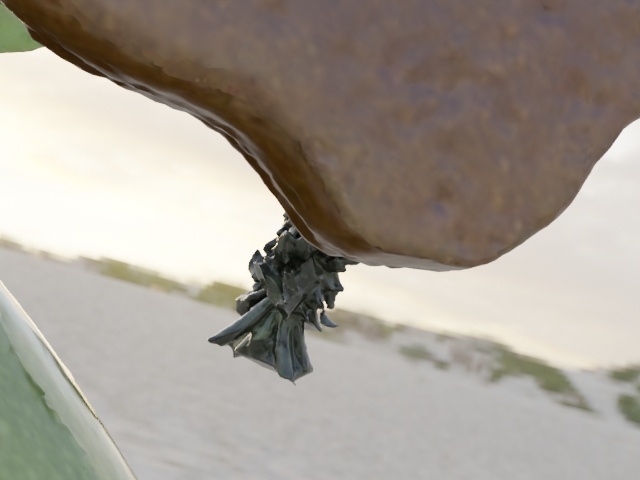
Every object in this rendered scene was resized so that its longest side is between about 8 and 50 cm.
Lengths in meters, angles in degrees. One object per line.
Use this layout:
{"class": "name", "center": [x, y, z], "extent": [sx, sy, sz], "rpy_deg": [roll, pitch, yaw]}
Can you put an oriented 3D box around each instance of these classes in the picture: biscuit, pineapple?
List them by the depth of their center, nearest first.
{"class": "biscuit", "center": [0.021, -0.146, 0.436], "extent": [0.257, 0.273, 0.049], "rpy_deg": [39, -15, -17]}
{"class": "pineapple", "center": [0.000, 0.000, 1.469], "extent": [0.128, 0.248, 0.128], "rpy_deg": [27, -2, 1]}

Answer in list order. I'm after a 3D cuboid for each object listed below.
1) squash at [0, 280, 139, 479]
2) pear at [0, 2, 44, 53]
{"class": "squash", "center": [-0.151, 0.172, 0.548], "extent": [0.384, 0.263, 0.263], "rpy_deg": [59, -14, -1]}
{"class": "pear", "center": [-0.091, -0.248, 0.803], "extent": [0.281, 0.286, 0.176], "rpy_deg": [-23, -42, 27]}
